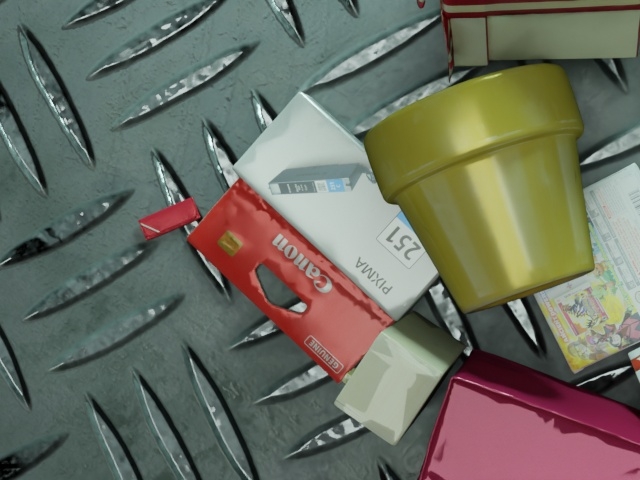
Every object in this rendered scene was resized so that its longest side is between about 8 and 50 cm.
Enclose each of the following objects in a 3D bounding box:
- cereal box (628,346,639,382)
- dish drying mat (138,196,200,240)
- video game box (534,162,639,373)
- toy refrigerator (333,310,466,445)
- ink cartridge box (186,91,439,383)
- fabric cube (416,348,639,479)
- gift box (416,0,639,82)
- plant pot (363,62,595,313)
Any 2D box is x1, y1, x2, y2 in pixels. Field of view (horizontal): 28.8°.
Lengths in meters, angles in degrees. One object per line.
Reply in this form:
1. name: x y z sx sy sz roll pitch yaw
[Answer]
1. cereal box: 0.462 0.168 1.428 0.173 0.240 0.047 -30 114 13
2. dish drying mat: -0.206 -0.029 1.699 0.083 0.008 0.032 -22 86 12
3. video game box: 0.356 0.035 1.564 0.187 0.048 0.205 -26 86 9
4. toy refrigerator: 0.099 0.158 1.508 0.094 0.269 0.102 34 99 9
5. ink cartridge box: 0.000 0.000 1.629 0.296 0.066 0.261 43 98 8
6. fabric cube: 0.245 0.302 1.489 0.254 0.258 0.259 20 96 10
7. gift box: 0.242 -0.340 1.454 0.258 0.276 0.255 1 52 9
8. plant pot: 0.207 -0.050 1.468 0.254 0.254 0.239 -21 82 12
